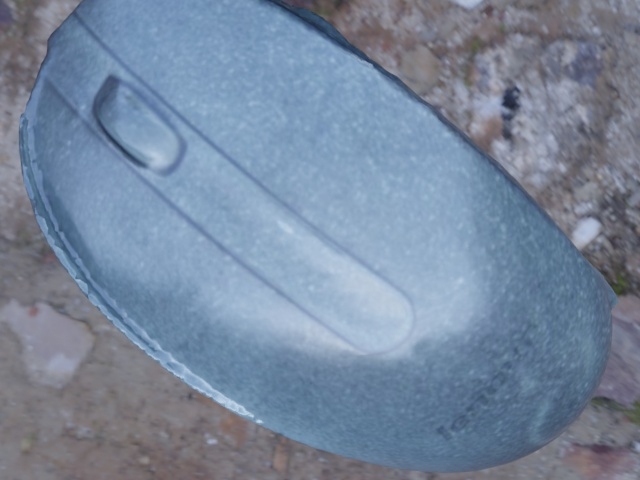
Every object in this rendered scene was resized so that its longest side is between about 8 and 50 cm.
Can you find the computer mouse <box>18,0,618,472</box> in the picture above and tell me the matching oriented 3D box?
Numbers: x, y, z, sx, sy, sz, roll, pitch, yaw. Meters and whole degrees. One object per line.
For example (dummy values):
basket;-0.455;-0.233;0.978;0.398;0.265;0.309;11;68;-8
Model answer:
computer mouse;0.001;0.000;0.709;0.374;0.114;0.203;32;108;-7
